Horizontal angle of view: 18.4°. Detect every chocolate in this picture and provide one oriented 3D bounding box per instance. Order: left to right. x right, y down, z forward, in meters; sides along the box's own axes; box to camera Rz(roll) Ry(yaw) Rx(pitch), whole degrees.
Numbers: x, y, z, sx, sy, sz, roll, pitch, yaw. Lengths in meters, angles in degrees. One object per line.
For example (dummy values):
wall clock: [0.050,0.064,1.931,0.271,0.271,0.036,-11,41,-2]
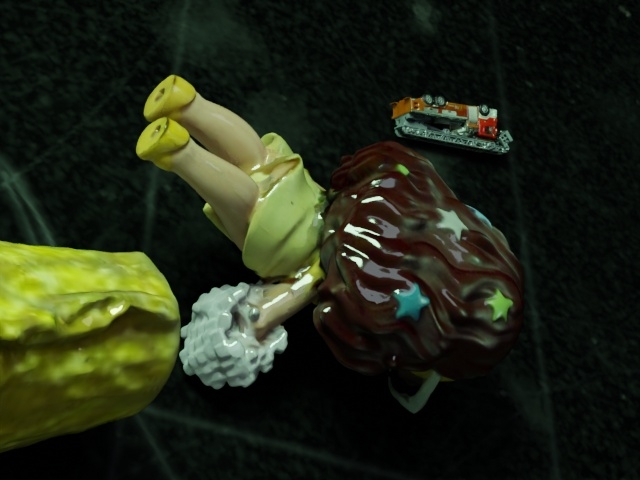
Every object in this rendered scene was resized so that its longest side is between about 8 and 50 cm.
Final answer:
chocolate: [-0.249,0.039,0.808,0.445,0.162,0.162,0,56,-39]

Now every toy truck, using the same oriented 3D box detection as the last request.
toy truck: [0.085,-0.074,1.266,0.083,0.024,0.032,7,74,-31]

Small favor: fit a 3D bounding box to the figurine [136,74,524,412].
figurine: [0.002,0.000,1.068,0.240,0.116,0.174,26,43,-17]
